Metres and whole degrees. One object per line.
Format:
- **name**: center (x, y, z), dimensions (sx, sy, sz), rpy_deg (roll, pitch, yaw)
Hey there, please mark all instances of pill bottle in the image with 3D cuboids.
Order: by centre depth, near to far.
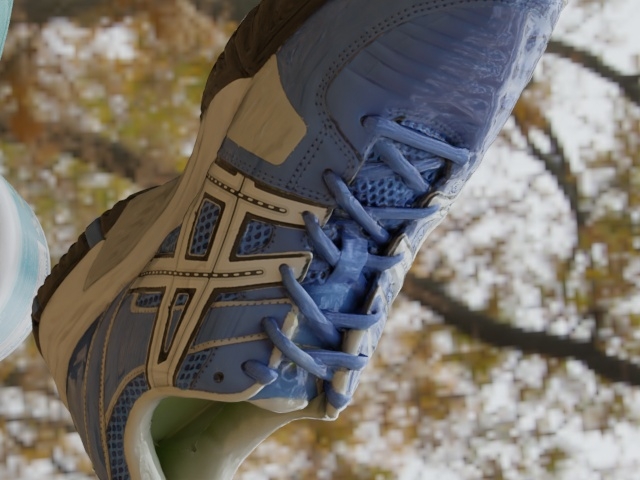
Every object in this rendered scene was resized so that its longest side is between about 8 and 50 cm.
- **pill bottle**: center (-0.250, 0.013, 1.178), dimensions (0.264, 0.146, 0.146), rpy_deg (111, -26, -83)

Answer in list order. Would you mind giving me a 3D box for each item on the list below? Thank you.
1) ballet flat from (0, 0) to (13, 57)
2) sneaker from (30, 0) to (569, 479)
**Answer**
- **ballet flat**: center (-0.199, -0.209, 0.917), dimensions (0.123, 0.123, 0.349), rpy_deg (-136, -123, -60)
- **sneaker**: center (0.000, 0.000, 0.488), dimensions (0.211, 0.080, 0.081), rpy_deg (-51, -135, 36)
